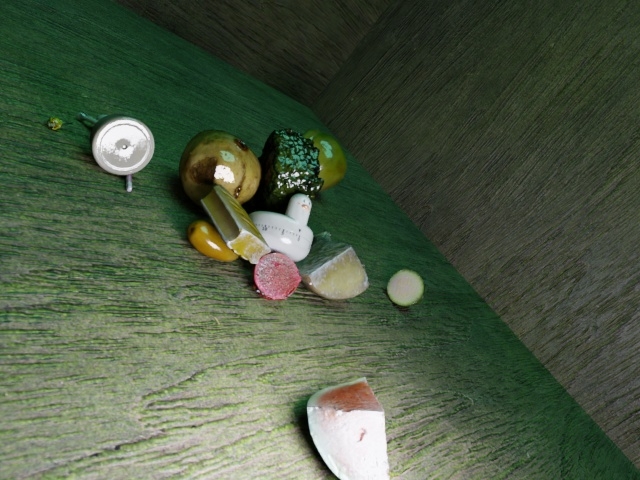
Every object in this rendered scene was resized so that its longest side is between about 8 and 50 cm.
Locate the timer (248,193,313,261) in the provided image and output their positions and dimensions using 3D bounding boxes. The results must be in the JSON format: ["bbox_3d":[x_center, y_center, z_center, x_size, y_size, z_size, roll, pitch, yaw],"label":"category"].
[{"bbox_3d":[-0.133,-0.034,1.632,0.233,0.240,0.233,14,-15,4],"label":"timer"}]

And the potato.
[{"bbox_3d":[0.012,0.135,1.792,0.264,0.211,0.190,-33,116,-36],"label":"potato"}]

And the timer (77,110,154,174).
[{"bbox_3d":[-0.637,-0.328,1.512,0.175,0.175,0.266,20,14,-46],"label":"timer"}]

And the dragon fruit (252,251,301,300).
[{"bbox_3d":[-0.151,0.126,1.528,0.153,0.111,0.153,8,65,-18],"label":"dragon fruit"}]

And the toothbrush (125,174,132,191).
[{"bbox_3d":[-0.595,-0.233,1.537,0.025,0.020,0.286,18,29,-31],"label":"toothbrush"}]

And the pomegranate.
[{"bbox_3d":[-0.340,-0.234,1.654,0.281,0.281,0.281,36,21,-16],"label":"pomegranate"}]

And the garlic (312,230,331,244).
[{"bbox_3d":[0.004,0.003,2.061,0.113,0.094,0.074,14,73,-61],"label":"garlic"}]

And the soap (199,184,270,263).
[{"bbox_3d":[-0.264,-0.059,1.480,0.257,0.080,0.160,53,5,35],"label":"soap"}]

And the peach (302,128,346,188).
[{"bbox_3d":[-0.012,-0.396,2.519,0.281,0.314,0.315,17,-17,25],"label":"peach"}]

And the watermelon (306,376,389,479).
[{"bbox_3d":[0.081,0.445,1.181,0.256,0.176,0.260,49,-2,-1],"label":"watermelon"}]

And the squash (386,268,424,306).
[{"bbox_3d":[0.392,0.220,2.214,0.170,0.170,0.123,53,11,29],"label":"squash"}]

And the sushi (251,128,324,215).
[{"bbox_3d":[-0.129,-0.232,1.762,0.178,0.352,0.294,7,66,-21],"label":"sushi"}]

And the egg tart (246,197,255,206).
[{"bbox_3d":[-0.271,-0.195,1.967,0.191,0.074,0.191,34,22,-16],"label":"egg tart"}]

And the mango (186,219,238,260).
[{"bbox_3d":[-0.315,0.009,1.465,0.184,0.085,0.102,40,15,-35],"label":"mango"}]

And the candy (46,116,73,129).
[{"bbox_3d":[-0.763,-0.347,1.462,0.035,0.035,0.123,48,10,-11],"label":"candy"}]
